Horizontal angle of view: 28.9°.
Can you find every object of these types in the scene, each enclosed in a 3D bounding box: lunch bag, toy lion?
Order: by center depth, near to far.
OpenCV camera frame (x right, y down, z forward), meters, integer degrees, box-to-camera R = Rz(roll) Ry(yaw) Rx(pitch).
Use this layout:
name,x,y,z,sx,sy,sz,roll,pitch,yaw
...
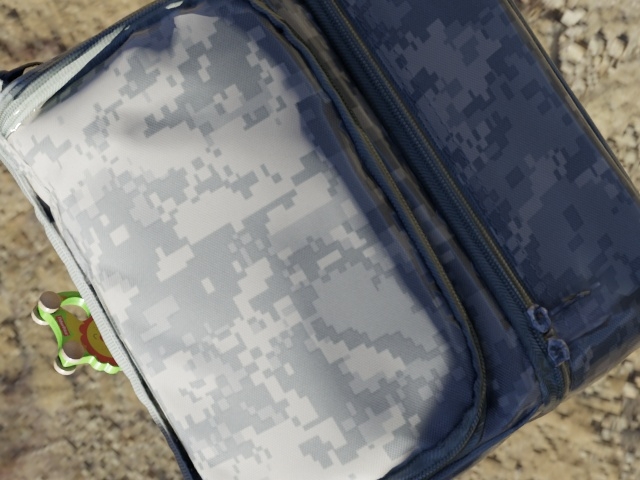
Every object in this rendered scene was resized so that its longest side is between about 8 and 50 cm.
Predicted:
name,x,y,z,sx,sy,sz,roll,pitch,yaw
lunch bag,0.000,0.000,0.654,0.305,0.256,0.212,59,164,5
toy lion,-0.239,0.095,1.296,0.100,0.096,0.034,60,137,22
